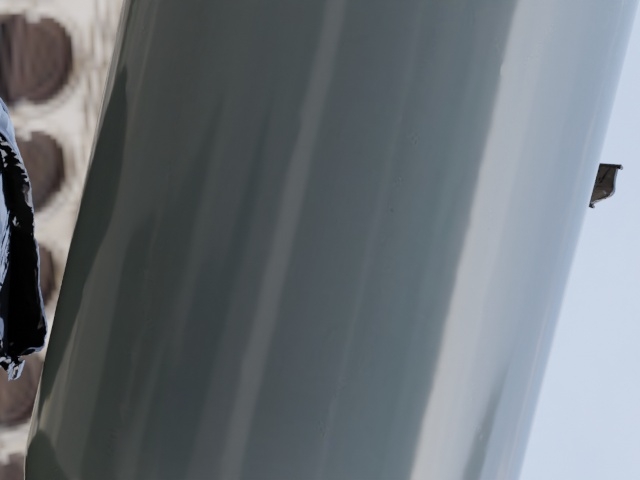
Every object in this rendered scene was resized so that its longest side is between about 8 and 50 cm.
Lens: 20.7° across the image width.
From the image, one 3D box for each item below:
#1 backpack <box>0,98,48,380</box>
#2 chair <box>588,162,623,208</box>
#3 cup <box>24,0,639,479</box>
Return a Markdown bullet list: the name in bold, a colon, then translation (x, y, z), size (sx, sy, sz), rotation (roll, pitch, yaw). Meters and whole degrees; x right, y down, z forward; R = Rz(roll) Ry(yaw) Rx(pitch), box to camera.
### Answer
- **backpack**: translation (-0.185, -0.018, 0.772), size (0.120, 0.106, 0.165), rotation (56, -24, 38)
- **chair**: translation (0.134, -0.049, 1.049), size (0.086, 0.037, 0.042), rotation (12, -39, 44)
- **cup**: translation (0.000, 0.000, 0.709), size (0.205, 0.205, 0.312), rotation (10, -95, 48)
